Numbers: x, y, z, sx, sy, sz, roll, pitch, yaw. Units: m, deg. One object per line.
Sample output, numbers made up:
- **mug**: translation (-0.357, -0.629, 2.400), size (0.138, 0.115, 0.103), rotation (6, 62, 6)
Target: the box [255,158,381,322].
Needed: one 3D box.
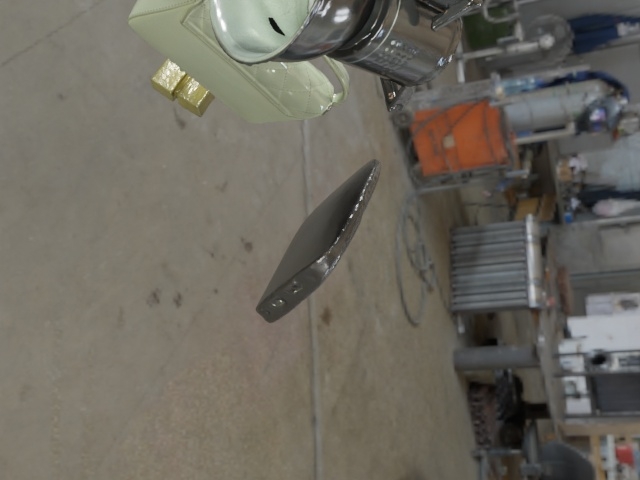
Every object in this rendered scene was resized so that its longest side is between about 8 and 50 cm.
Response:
- **box**: translation (0.000, 0.000, 1.012), size (0.042, 0.212, 0.201), rotation (36, 52, -9)

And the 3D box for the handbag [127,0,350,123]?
- **handbag**: translation (-0.077, -0.227, 0.983), size (0.256, 0.219, 0.079), rotation (36, 68, -44)

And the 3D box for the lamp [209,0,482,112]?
- **lamp**: translation (0.043, -0.202, 0.720), size (0.227, 0.172, 0.147), rotation (7, 62, -44)

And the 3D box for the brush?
- **brush**: translation (-0.189, -0.338, 1.482), size (0.233, 0.103, 0.047), rotation (-56, 174, -13)

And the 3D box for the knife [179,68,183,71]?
- **knife**: translation (-0.221, -0.315, 1.335), size (0.207, 0.014, 0.030), rotation (117, -12, -71)
